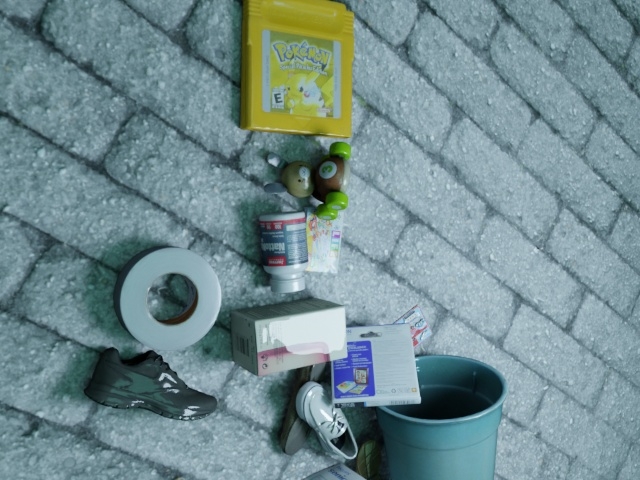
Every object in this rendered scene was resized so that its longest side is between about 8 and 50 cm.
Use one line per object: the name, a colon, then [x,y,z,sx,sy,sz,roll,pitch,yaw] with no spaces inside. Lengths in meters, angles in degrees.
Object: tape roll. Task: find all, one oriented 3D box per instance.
tape roll: [-0.326,0.122,1.392,0.219,0.072,0.219,-2,95,-29]

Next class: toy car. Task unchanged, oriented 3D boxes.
toy car: [-0.035,-0.148,1.511,0.188,0.149,0.155,9,71,-14]

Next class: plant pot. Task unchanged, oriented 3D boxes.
plant pot: [0.301,0.512,1.640,0.341,0.341,0.335,-15,108,-28]

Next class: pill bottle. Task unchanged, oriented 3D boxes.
pill bottle: [-0.082,0.026,1.502,0.107,0.108,0.180,-8,96,-29]

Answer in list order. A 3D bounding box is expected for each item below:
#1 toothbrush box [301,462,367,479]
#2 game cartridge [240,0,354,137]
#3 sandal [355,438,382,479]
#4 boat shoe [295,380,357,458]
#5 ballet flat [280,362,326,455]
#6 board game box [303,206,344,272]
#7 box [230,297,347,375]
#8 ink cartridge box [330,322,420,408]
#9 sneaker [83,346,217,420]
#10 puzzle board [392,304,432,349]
toothbrush box: [0.078,0.727,1.572,0.126,0.216,0.296,-13,100,-28]
game cartridge: [-0.049,-0.412,1.529,0.285,0.052,0.324,-1,94,-29]
sandal: [0.122,0.591,1.689,0.072,0.049,0.180,-20,117,-21]
boat shoe: [0.026,0.435,1.562,0.095,0.084,0.258,-51,133,-25]
ballet flat: [-0.049,0.396,1.579,0.084,0.058,0.250,13,92,-51]
board game box: [0.000,0.000,1.594,0.103,0.026,0.154,6,90,-30]
box: [-0.073,0.217,1.496,0.232,0.148,0.127,-6,96,-28]
ink cartridge box: [0.129,0.301,1.574,0.206,0.208,0.045,-4,138,4]
sneaker: [-0.343,0.305,1.379,0.286,0.109,0.130,22,76,-30]
puzzle board: [0.239,0.248,1.749,0.128,0.011,0.096,-34,106,-24]
